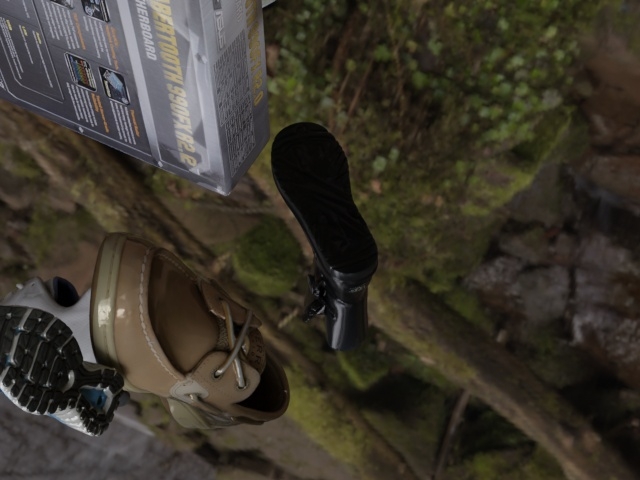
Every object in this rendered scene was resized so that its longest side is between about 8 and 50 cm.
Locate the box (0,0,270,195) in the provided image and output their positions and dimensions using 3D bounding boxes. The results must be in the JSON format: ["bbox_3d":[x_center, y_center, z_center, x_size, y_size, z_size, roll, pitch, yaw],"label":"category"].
[{"bbox_3d":[-0.121,-0.142,0.521,0.183,0.056,0.231,23,149,15],"label":"box"}]

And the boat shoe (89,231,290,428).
[{"bbox_3d":[-0.101,0.084,0.857,0.110,0.122,0.341,2,159,11],"label":"boat shoe"}]

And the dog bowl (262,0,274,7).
[{"bbox_3d":[-0.138,-0.454,1.381,0.265,0.265,0.104,40,179,-39],"label":"dog bowl"}]

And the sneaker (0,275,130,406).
[{"bbox_3d":[-0.307,0.103,1.050,0.297,0.129,0.111,1,170,33],"label":"sneaker"}]

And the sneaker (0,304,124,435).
[{"bbox_3d":[-0.205,0.093,0.696,0.073,0.063,0.162,11,154,22],"label":"sneaker"}]

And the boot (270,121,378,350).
[{"bbox_3d":[0.000,0.000,1.272,0.094,0.246,0.207,-16,150,-14],"label":"boot"}]
